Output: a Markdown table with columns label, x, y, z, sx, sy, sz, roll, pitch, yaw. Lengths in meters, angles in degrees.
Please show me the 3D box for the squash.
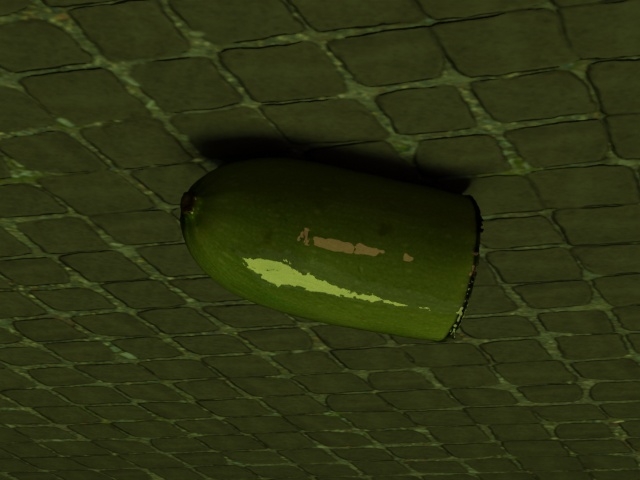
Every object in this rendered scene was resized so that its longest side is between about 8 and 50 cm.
| label | x | y | z | sx | sy | sz | roll | pitch | yaw |
| --- | --- | --- | --- | --- | --- | --- | --- | --- | --- |
| squash | 0.000 | 0.000 | 1.269 | 0.247 | 0.133 | 0.132 | 13 | 157 | -15 |
